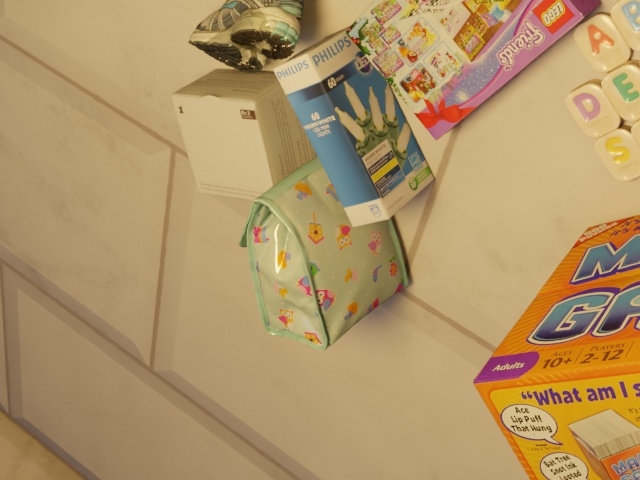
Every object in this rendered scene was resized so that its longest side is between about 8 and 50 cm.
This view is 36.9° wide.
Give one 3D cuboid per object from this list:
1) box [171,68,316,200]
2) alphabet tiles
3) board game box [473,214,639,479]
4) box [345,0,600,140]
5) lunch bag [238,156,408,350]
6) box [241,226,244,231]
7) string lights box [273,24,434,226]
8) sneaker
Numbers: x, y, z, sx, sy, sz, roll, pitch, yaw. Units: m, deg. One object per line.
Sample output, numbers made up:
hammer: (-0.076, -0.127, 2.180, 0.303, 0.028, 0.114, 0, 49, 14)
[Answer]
box: (-0.119, -0.170, 1.542, 0.181, 0.119, 0.181, 10, 125, 36)
alphabet tiles: (0.436, -0.172, 1.138, 0.284, 0.021, 0.278, -27, 100, 48)
board game box: (0.471, 0.180, 1.106, 0.357, 0.356, 0.356, -17, 109, 47)
box: (0.185, -0.287, 1.241, 0.201, 0.057, 0.293, 51, 138, 0)
lunch bag: (0.000, 0.000, 1.484, 0.160, 0.223, 0.262, 10, 125, 42)
box: (-0.057, -0.006, 1.632, 0.102, 0.087, 0.101, -15, 108, 45)
string lights box: (0.051, -0.166, 1.387, 0.077, 0.133, 0.259, -12, 111, 46)
sneaker: (-0.100, -0.330, 1.437, 0.110, 0.122, 0.283, 25, 171, -31)
